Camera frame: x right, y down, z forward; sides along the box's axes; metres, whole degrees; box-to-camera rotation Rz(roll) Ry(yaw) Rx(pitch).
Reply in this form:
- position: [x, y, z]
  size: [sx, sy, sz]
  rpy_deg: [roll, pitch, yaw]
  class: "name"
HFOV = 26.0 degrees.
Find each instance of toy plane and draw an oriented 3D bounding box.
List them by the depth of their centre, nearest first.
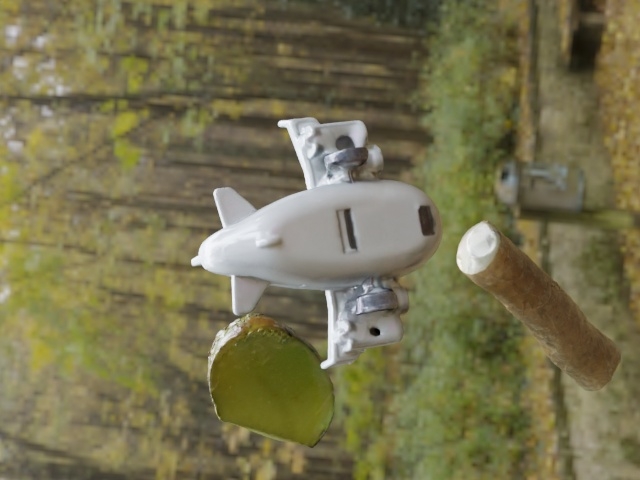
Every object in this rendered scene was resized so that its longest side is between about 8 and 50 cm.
- position: [0.001, -0.001, 0.940]
  size: [0.080, 0.174, 0.174]
  rpy_deg: [156, 121, -69]
  class: "toy plane"

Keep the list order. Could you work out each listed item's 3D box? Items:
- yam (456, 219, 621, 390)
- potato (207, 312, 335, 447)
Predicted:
- position: [0.238, 0.073, 1.487]
  size: [0.300, 0.066, 0.066]
  rpy_deg: [42, -137, -42]
  class: "yam"
- position: [-0.053, 0.142, 1.429]
  size: [0.198, 0.119, 0.054]
  rpy_deg: [42, -174, -42]
  class: "potato"
